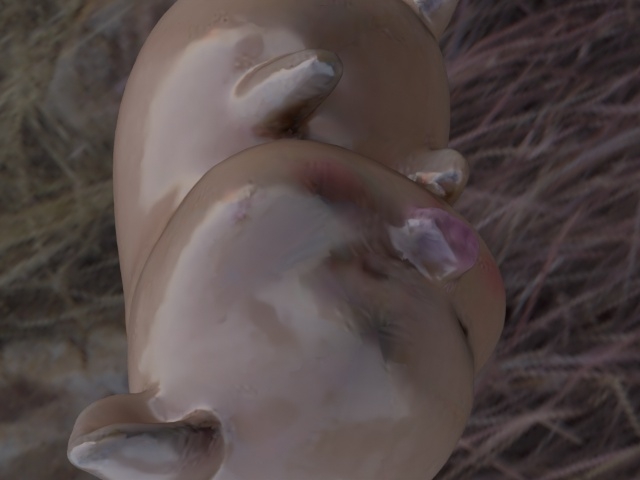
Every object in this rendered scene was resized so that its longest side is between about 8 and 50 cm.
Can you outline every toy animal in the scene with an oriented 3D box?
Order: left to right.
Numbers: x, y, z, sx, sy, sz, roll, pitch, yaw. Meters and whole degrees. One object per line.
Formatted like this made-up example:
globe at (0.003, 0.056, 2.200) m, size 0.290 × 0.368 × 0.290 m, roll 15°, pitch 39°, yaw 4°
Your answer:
toy animal at (-0.012, 0.000, 0.638) m, size 0.166 × 0.250 × 0.154 m, roll 19°, pitch 139°, yaw -23°
